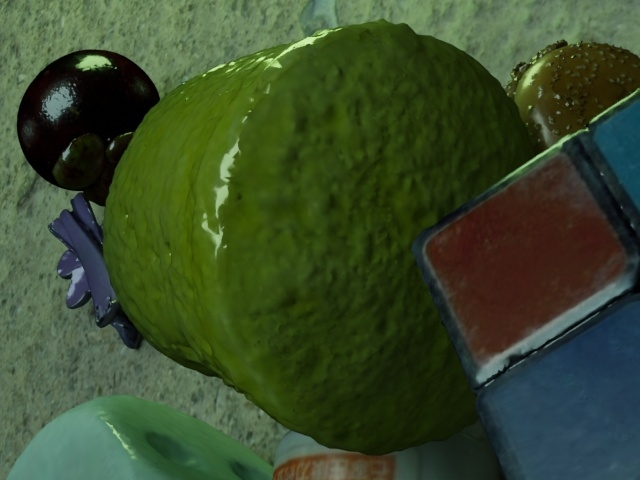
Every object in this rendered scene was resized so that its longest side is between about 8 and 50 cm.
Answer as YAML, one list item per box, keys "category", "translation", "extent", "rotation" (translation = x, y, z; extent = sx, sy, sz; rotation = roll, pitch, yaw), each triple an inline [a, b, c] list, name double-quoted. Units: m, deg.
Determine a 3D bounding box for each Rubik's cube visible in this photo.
- category: "Rubik's cube"
  translation: [0.297, 0.094, 1.112]
  extent: [0.318, 0.316, 0.313]
  rotation: [-33, 45, 13]

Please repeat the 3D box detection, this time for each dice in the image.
- category: "dice"
  translation: [-0.170, 0.333, 1.607]
  extent: [0.268, 0.262, 0.264]
  rotation: [-60, 37, 7]

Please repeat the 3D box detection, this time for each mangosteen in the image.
- category: "mangosteen"
  translation: [-0.298, -0.151, 2.102]
  extent: [0.210, 0.210, 0.210]
  rotation: [-27, 50, 38]

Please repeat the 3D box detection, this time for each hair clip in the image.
- category: "hair clip"
  translation: [-0.283, 0.047, 2.058]
  extent: [0.137, 0.090, 0.278]
  rotation: [-50, 35, 13]

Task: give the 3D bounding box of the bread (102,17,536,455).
- category: "bread"
  translation: [0.000, 0.000, 1.356]
  extent: [0.308, 0.348, 0.348]
  rotation: [-3, 67, 59]

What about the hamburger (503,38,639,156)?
- category: "hamburger"
  translation: [0.244, -0.095, 1.423]
  extent: [0.118, 0.181, 0.191]
  rotation: [-47, 50, 51]

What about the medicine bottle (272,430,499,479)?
- category: "medicine bottle"
  translation: [0.044, 0.355, 1.382]
  extent: [0.211, 0.211, 0.371]
  rotation: [-19, 55, 43]
